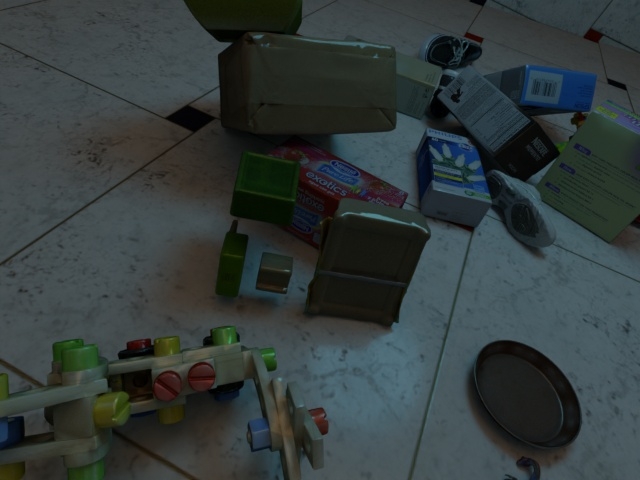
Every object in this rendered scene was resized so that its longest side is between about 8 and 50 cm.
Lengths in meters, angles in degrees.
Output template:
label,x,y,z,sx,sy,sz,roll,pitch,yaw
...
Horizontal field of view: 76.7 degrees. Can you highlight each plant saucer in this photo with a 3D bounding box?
label,x,y,z,sx,sy,sz,roll,pitch,yaw
plant saucer,-0.127,-0.384,0.716,0.188,0.045,0.188,0,17,-3
plant saucer,0.312,0.235,0.623,0.168,0.029,0.168,8,47,-9

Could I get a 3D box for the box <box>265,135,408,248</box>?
label,x,y,z,sx,sy,sz,roll,pitch,yaw
box,0.013,-0.072,0.759,0.257,0.128,0.122,29,45,13

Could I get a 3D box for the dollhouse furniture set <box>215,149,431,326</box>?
label,x,y,z,sx,sy,sz,roll,pitch,yaw
dollhouse furniture set,0.000,0.000,0.661,0.302,0.197,0.151,11,30,-9

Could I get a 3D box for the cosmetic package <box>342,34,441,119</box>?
label,x,y,z,sx,sy,sz,roll,pitch,yaw
cosmetic package,0.192,-0.497,1.224,0.309,0.113,0.160,22,46,4

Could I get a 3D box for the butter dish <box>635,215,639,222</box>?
label,x,y,z,sx,sy,sz,roll,pitch,yaw
butter dish,0.817,-0.140,1.056,0.160,0.118,0.160,31,48,13

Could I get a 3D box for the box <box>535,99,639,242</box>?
label,x,y,z,sx,sy,sz,roll,pitch,yaw
box,0.677,-0.161,0.951,0.117,0.243,0.213,-31,61,-36

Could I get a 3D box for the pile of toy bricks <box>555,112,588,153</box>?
label,x,y,z,sx,sy,sz,roll,pitch,yaw
pile of toy bricks,0.746,-0.275,1.192,0.105,0.118,0.212,-8,50,25

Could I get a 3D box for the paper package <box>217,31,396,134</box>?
label,x,y,z,sx,sy,sz,roll,pitch,yaw
paper package,-0.044,-0.316,0.856,0.310,0.168,0.325,-6,18,-22

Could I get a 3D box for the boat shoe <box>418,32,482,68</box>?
label,x,y,z,sx,sy,sz,roll,pitch,yaw
boat shoe,0.485,-0.689,1.487,0.306,0.113,0.105,-16,39,-39

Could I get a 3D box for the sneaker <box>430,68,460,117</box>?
label,x,y,z,sx,sy,sz,roll,pitch,yaw
sneaker,0.387,-0.427,1.241,0.079,0.121,0.217,31,12,25

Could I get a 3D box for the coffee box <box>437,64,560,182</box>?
label,x,y,z,sx,sy,sz,roll,pitch,yaw
coffee box,0.456,-0.305,1.058,0.168,0.119,0.297,24,32,-40

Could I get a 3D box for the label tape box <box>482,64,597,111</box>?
label,x,y,z,sx,sy,sz,roll,pitch,yaw
label tape box,0.615,-0.456,1.276,0.249,0.115,0.348,-1,11,-16

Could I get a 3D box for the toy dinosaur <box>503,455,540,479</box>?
label,x,y,z,sx,sy,sz,roll,pitch,yaw
toy dinosaur,0.273,0.330,0.530,0.082,0.047,0.090,-24,90,-43

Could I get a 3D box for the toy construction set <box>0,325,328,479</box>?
label,x,y,z,sx,sy,sz,roll,pitch,yaw
toy construction set,-0.156,0.165,0.436,0.328,0.215,0.151,10,78,-17

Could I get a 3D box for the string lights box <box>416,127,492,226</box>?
label,x,y,z,sx,sy,sz,roll,pitch,yaw
string lights box,0.305,-0.156,0.956,0.133,0.076,0.259,13,45,-3

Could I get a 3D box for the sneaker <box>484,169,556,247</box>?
label,x,y,z,sx,sy,sz,roll,pitch,yaw
sneaker,0.476,-0.080,0.928,0.115,0.090,0.232,-1,49,-21
